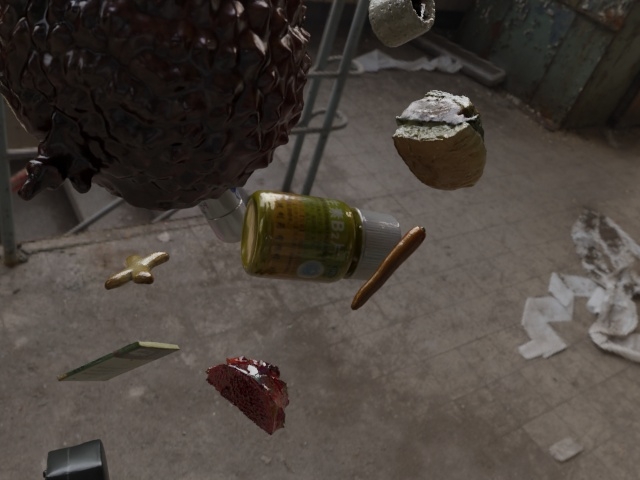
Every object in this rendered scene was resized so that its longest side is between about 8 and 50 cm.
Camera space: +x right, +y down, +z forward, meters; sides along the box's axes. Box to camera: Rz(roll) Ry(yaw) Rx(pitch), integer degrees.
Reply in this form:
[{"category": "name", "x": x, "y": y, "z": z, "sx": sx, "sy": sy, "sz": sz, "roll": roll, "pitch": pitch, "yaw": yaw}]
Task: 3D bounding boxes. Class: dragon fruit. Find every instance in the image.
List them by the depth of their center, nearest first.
[{"category": "dragon fruit", "x": -0.171, "y": 0.378, "z": 1.563, "sx": 0.274, "sy": 0.126, "sz": 0.161, "roll": 33, "pitch": 24, "yaw": 24}]

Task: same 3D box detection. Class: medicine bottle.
[{"category": "medicine bottle", "x": 0.000, "y": 0.000, "z": 1.494, "sx": 0.384, "sy": 0.224, "sz": 0.224, "roll": 7, "pitch": 40, "yaw": -20}, {"category": "medicine bottle", "x": -0.320, "y": -0.141, "z": 1.745, "sx": 0.130, "sy": 0.341, "sz": 0.130, "roll": -19, "pitch": 28, "yaw": 11}]

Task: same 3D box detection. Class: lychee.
[{"category": "lychee", "x": -0.234, "y": -0.239, "z": 0.785, "sx": 0.424, "sy": 0.425, "sz": 0.500, "roll": 31, "pitch": 63, "yaw": 14}]

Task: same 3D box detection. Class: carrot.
[{"category": "carrot", "x": 0.152, "y": 0.063, "z": 1.298, "sx": 0.043, "sy": 0.043, "sz": 0.248, "roll": 40, "pitch": 86, "yaw": 25}]

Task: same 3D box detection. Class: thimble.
[{"category": "thimble", "x": 0.152, "y": -0.419, "z": 1.050, "sx": 0.102, "sy": 0.090, "sz": 0.115, "roll": 39, "pitch": 52, "yaw": -34}]

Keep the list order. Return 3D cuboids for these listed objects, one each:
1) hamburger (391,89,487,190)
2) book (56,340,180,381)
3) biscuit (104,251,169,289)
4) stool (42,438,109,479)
[{"category": "hamburger", "x": 0.237, "y": -0.156, "z": 1.072, "sx": 0.135, "sy": 0.208, "sz": 0.155, "roll": -41, "pitch": 45, "yaw": -14}, {"category": "book", "x": -0.579, "y": 0.353, "z": 1.660, "sx": 0.201, "sy": 0.289, "sz": 0.026, "roll": 33, "pitch": 36, "yaw": -68}, {"category": "biscuit", "x": -0.603, "y": 0.095, "z": 1.893, "sx": 0.164, "sy": 0.047, "sz": 0.208, "roll": -10, "pitch": 21, "yaw": 7}, {"category": "stool", "x": -0.579, "y": 0.611, "z": 1.377, "sx": 0.141, "sy": 0.232, "sz": 0.232, "roll": -8, "pitch": 45, "yaw": -22}]
